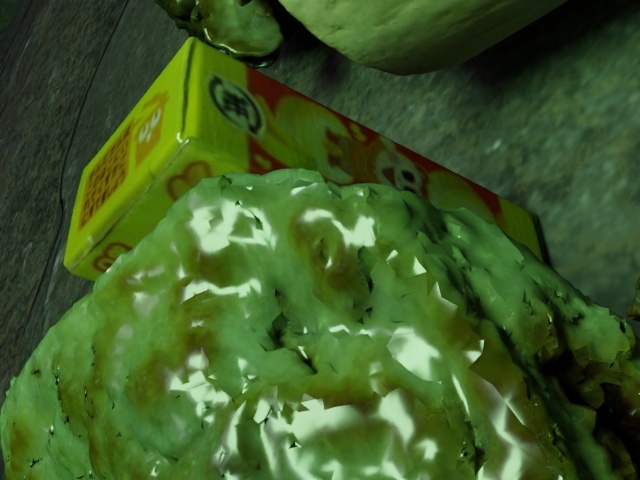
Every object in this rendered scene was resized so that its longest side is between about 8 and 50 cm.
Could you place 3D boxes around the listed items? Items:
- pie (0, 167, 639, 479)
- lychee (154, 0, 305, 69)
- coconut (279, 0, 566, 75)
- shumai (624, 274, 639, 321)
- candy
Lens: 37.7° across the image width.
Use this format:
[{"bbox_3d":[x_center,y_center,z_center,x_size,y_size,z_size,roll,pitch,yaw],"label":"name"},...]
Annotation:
[{"bbox_3d":[-0.009,0.165,0.464,0.418,0.180,0.395,51,123,20],"label":"pie"},{"bbox_3d":[-0.070,-0.320,0.909,0.270,0.270,0.320,-21,21,51],"label":"lychee"},{"bbox_3d":[0.061,-0.256,0.627,0.329,0.329,0.329,-34,46,44],"label":"coconut"},{"bbox_3d":[0.236,0.033,0.354,0.206,0.166,0.175,-44,65,54],"label":"shumai"},{"bbox_3d":[0.000,0.000,0.585,0.146,0.276,0.088,-42,37,39],"label":"candy"}]
